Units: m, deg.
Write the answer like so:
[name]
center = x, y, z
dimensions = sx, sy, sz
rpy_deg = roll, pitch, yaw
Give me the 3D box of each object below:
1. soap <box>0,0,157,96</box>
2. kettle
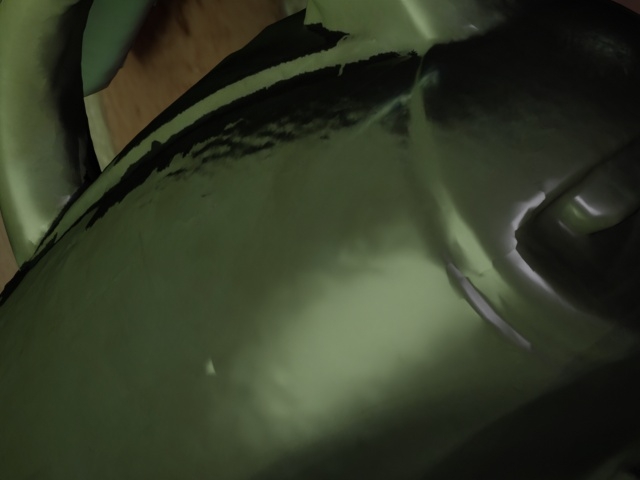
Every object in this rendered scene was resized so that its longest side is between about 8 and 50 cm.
[soap]
center = -0.132, -0.256, 0.757
dimensions = 0.261, 0.156, 0.446
rpy_deg = 56, 146, 14
[kettle]
center = 0.000, 0.000, 0.693
dimensions = 0.321, 0.228, 0.324
rpy_deg = 56, 139, 6
